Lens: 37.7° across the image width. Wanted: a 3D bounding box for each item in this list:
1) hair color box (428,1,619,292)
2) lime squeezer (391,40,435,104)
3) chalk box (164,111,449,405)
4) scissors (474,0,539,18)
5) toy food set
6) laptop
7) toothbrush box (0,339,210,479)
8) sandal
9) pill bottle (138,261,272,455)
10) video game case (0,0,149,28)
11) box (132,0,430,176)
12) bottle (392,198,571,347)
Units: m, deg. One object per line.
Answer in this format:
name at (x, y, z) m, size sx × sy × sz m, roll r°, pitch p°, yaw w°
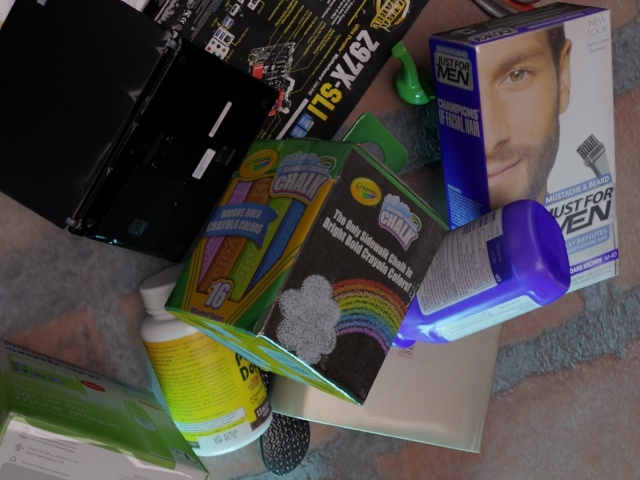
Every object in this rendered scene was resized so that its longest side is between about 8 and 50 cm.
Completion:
hair color box at (0.250, -0.096, 1.124) m, size 0.185 × 0.110 × 0.338 m, roll -18°, pitch 113°, yaw -18°
lime squeezer at (0.163, -0.222, 1.199) m, size 0.310 × 0.059 × 0.110 m, roll -11°, pitch 147°, yaw -45°
chalk box at (0.000, 0.000, 1.028) m, size 0.180 × 0.179 × 0.289 m, roll 39°, pitch 71°, yaw -37°
scissors at (0.157, -0.365, 1.202) m, size 0.297 × 0.109 × 0.021 m, roll 29°, pitch 75°, yaw 1°
toy food set at (0.095, 0.141, 1.224) m, size 0.306 × 0.092 × 0.219 m, roll 14°, pitch 82°, yaw -16°
laptop at (-0.218, -0.128, 1.006) m, size 0.264 × 0.136 × 0.234 m, roll 20°, pitch 105°, yaw -52°
toothbrush box at (-0.263, 0.222, 0.993) m, size 0.206 × 0.283 × 0.122 m, roll 24°, pitch 88°, yaw -22°
sandal at (-0.055, 0.212, 1.210) m, size 0.067 × 0.040 × 0.179 m, roll -4°, pitch 85°, yaw -26°
pill bottle at (-0.142, 0.138, 1.118) m, size 0.117 × 0.117 × 0.215 m, roll -23°, pitch 106°, yaw -17°
video game case at (-0.231, -0.359, 1.054) m, size 0.329 × 0.036 × 0.299 m, roll -4°, pitch 99°, yaw -21°
box at (-0.059, -0.237, 1.075) m, size 0.257 × 0.079 × 0.322 m, roll 32°, pitch 97°, yaw -30°
bottle at (0.139, 0.055, 1.061) m, size 0.092 × 0.283 × 0.118 m, roll 36°, pitch 40°, yaw -36°
